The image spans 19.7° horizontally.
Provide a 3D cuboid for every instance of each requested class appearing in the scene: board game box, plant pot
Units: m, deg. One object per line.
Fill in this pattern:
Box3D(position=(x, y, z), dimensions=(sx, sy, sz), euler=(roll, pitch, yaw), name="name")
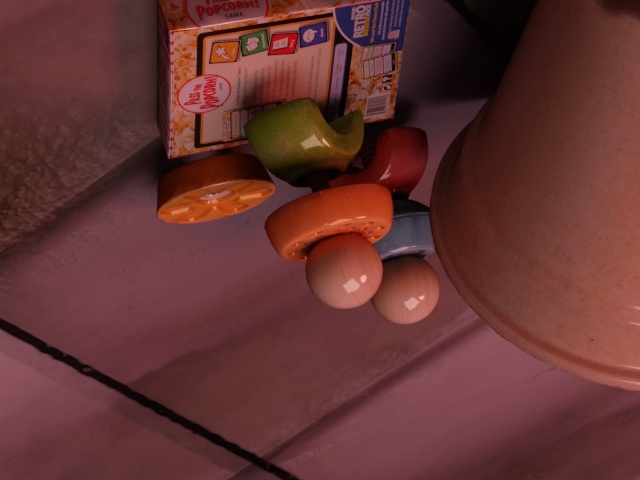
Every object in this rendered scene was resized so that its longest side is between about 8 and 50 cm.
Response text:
Box3D(position=(-0.031, -0.143, 1.456), dimensions=(0.193, 0.045, 0.147), euler=(-11, 143, -14), name="board game box")
Box3D(position=(0.271, -0.107, 1.413), dimensions=(0.333, 0.334, 0.305), euler=(-9, 141, -16), name="plant pot")

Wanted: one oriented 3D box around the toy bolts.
Box3D(position=(0.000, 0.000, 1.517), dimensions=(0.218, 0.158, 0.228), euler=(-24, 163, 34), name="toy bolts")
